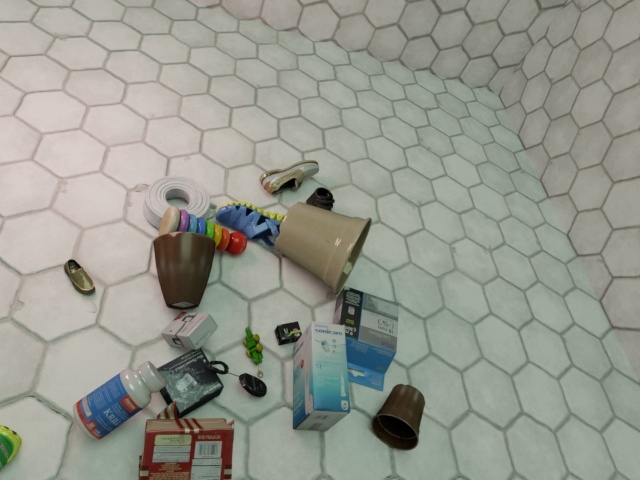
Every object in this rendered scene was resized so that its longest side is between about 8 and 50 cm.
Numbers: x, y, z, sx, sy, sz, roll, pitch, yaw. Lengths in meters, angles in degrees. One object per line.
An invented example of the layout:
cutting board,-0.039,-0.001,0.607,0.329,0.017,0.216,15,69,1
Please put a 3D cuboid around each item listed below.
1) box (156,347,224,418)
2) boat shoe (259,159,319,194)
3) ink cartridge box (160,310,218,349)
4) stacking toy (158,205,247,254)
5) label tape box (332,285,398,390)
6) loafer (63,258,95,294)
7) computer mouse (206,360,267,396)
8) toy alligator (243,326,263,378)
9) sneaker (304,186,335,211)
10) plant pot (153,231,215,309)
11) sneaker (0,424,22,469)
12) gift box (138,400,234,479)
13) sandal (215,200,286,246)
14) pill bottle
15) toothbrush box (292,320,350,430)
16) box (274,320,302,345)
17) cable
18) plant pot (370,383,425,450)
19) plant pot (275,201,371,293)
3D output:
box,-0.412,0.444,1.415,0.156,0.093,0.158,-25,68,-36
boat shoe,-0.128,-0.285,2.103,0.302,0.113,0.103,-22,66,-23
ink cartridge box,-0.429,0.293,1.485,0.109,0.150,0.063,-50,125,-42
stacking toy,-0.428,-0.019,1.714,0.330,0.141,0.141,18,47,-32
label tape box,0.166,0.365,1.723,0.240,0.106,0.334,19,49,-9
loafer,-0.811,0.120,1.516,0.148,0.050,0.056,42,49,11
computer mouse,-0.270,0.448,1.454,0.242,0.041,0.071,36,16,-28
toy alligator,-0.221,0.390,1.572,0.051,0.056,0.190,33,29,-57
sneaker,0.018,-0.107,1.997,0.104,0.147,0.296,-5,58,-29
plant pot,-0.477,0.117,1.584,0.215,0.215,0.231,4,66,-21
sneaker,-0.921,0.504,1.130,0.295,0.109,0.124,18,45,-10
gift box,-0.351,0.583,1.213,0.255,0.258,0.277,11,71,-17
sandal,-0.274,-0.064,1.855,0.317,0.126,0.138,13,54,-12
pill bottle,-0.562,0.443,1.281,0.221,0.124,0.124,-35,72,-14
toothbrush box,-0.004,0.451,1.507,0.126,0.216,0.296,12,51,-16
box,-0.117,0.339,1.653,0.083,0.052,0.062,-6,58,-26
cable,-0.568,-0.146,1.805,0.257,0.089,0.257,33,48,3
plant pot,0.281,0.598,1.565,0.167,0.167,0.165,36,42,5
plant pot,0.000,0.000,1.819,0.305,0.334,0.334,25,47,11
